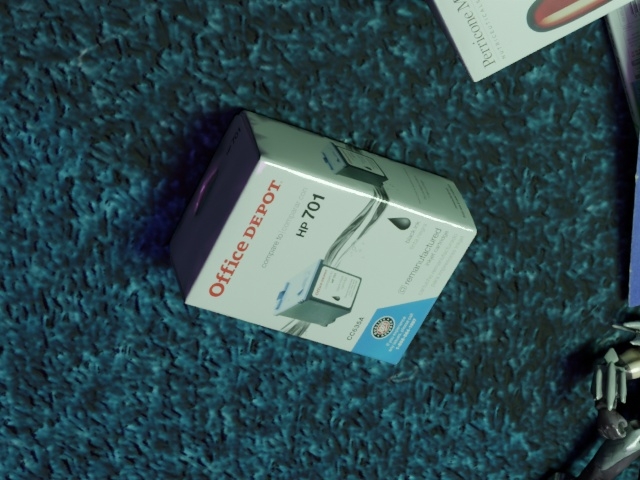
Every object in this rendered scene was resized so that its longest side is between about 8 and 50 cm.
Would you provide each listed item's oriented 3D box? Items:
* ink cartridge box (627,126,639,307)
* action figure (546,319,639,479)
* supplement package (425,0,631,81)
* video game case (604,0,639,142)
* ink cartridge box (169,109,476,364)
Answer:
[{"bbox_3d":[0.404,-0.069,1.379,0.307,0.072,0.303,-16,134,-10],"label":"ink cartridge box"},{"bbox_3d":[0.292,0.178,1.523,0.185,0.099,0.285,22,111,-14],"label":"action figure"},{"bbox_3d":[0.170,-0.241,1.191,0.244,0.134,0.139,-28,125,5],"label":"supplement package"},{"bbox_3d":[0.336,-0.157,1.358,0.212,0.023,0.193,-23,125,0],"label":"video game case"},{"bbox_3d":[0.000,0.000,1.339,0.190,0.082,0.139,17,117,-25],"label":"ink cartridge box"}]
